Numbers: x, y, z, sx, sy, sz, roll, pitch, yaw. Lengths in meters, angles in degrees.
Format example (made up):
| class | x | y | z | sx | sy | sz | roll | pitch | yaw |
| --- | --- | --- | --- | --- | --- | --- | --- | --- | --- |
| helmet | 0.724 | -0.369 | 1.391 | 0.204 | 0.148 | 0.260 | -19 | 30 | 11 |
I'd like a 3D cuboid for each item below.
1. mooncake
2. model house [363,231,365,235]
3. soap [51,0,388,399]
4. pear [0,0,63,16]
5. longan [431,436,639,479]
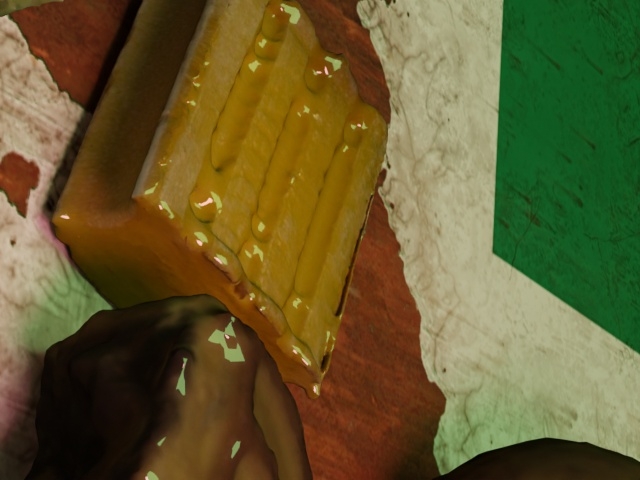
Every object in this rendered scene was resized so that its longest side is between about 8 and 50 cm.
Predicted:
| class | x | y | z | sx | sy | sz | roll | pitch | yaw |
| --- | --- | --- | --- | --- | --- | --- | --- | --- | --- |
| mooncake | -0.171 | 0.235 | 1.462 | 0.393 | 0.246 | 0.394 | 20 | 66 | -57 |
| model house | 0.000 | 0.000 | 1.935 | 0.079 | 0.066 | 0.083 | 48 | 46 | -36 |
| soap | -0.081 | -0.058 | 1.753 | 0.293 | 0.156 | 0.335 | 46 | 46 | -36 |
| pear | -0.283 | -0.349 | 1.523 | 0.286 | 0.176 | 0.282 | 55 | 38 | -39 |
| longan | 0.249 | 0.400 | 1.922 | 0.391 | 0.391 | 0.391 | 21 | 64 | -52 |
